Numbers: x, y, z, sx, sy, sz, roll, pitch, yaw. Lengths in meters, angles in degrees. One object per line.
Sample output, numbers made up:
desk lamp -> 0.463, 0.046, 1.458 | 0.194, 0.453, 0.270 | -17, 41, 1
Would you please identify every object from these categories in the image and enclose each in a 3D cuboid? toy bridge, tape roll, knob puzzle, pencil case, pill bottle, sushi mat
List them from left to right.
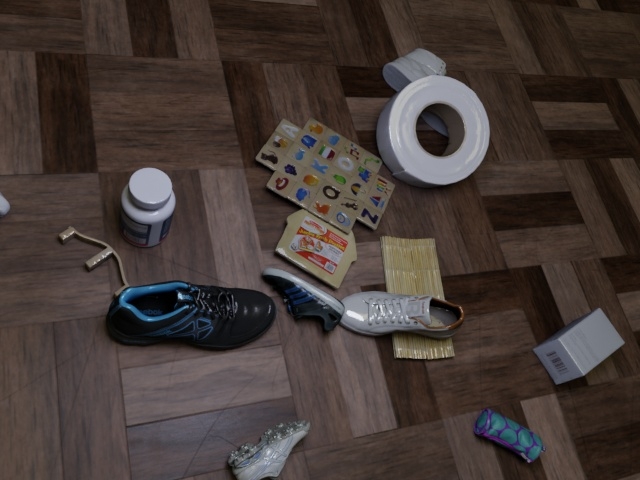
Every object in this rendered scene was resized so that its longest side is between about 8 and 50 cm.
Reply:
toy bridge -> -0.454, 0.038, 1.218 | 0.188, 0.026, 0.063 | 45, 55, 5
pill bottle -> -0.355, -0.069, 1.218 | 0.108, 0.180, 0.108 | 9, 62, -17
knob puzzle -> 0.000, 0.000, 1.408 | 0.213, 0.030, 0.213 | 11, 60, -19
sushi mat -> 0.230, 0.134, 1.436 | 0.151, 0.019, 0.316 | 5, 63, -18
tape roll -> 0.294, -0.281, 1.560 | 0.286, 0.100, 0.286 | 0, 90, -15
pencil case -> 0.422, 0.439, 1.330 | 0.152, 0.064, 0.070 | 30, 42, -4

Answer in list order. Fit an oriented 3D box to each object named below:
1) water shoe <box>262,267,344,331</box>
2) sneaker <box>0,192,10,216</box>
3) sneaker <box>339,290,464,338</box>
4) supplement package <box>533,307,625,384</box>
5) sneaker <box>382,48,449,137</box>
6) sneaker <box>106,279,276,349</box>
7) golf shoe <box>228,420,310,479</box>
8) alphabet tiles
water shoe -> -0.047, 0.130, 1.299 | 0.203, 0.073, 0.080 | 27, 77, 6
sneaker -> -0.690, -0.147, 1.186 | 0.232, 0.090, 0.115 | 44, 54, 3
sneaker -> 0.181, 0.154, 1.330 | 0.290, 0.123, 0.106 | 4, 65, -5
supplement package -> 0.643, 0.264, 1.479 | 0.179, 0.105, 0.105 | -24, 74, -29
sneaker -> 0.338, -0.440, 1.717 | 0.169, 0.108, 0.292 | -38, 81, -29
sneaker -> -0.242, 0.145, 1.178 | 0.341, 0.139, 0.125 | -2, 64, -23
golf shoe -> -0.090, 0.417, 1.157 | 0.176, 0.069, 0.086 | -23, 95, -26
alphabet tiles -> 0.019, -0.170, 1.495 | 0.342, 0.011, 0.285 | 30, 51, -5
